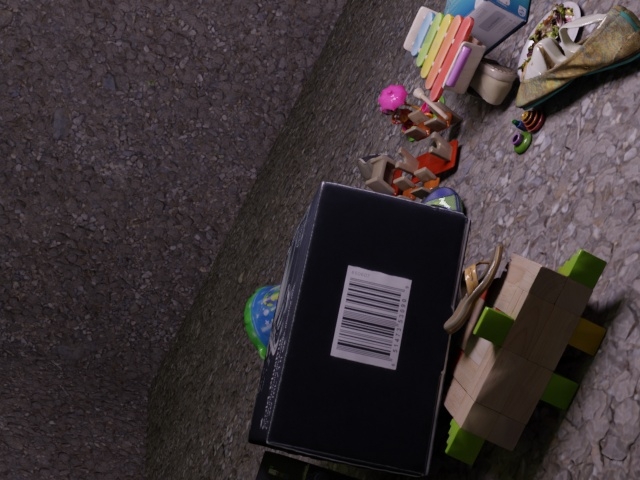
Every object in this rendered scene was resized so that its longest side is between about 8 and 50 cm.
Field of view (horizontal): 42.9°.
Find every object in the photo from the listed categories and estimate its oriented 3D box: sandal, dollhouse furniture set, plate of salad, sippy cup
[{"bbox_3d":[0.257,0.078,1.396,0.180,0.049,0.072,-54,-5,-7],"label":"sandal"},{"bbox_3d":[0.250,-0.182,2.072,0.259,0.135,0.262,-20,48,50],"label":"dollhouse furniture set"},{"bbox_3d":[0.489,-0.434,1.779,0.200,0.048,0.200,-54,22,34],"label":"plate of salad"},{"bbox_3d":[-0.058,0.200,2.286,0.224,0.240,0.306,-34,60,40],"label":"sippy cup"}]

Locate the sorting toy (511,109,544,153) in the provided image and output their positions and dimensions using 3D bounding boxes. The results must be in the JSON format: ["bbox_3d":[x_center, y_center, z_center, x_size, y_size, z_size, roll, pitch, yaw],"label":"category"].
[{"bbox_3d":[0.427,-0.237,1.723,0.102,0.042,0.061,-60,20,21],"label":"sorting toy"}]

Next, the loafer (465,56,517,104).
[{"bbox_3d":[0.379,-0.387,1.936,0.268,0.101,0.092,-106,31,-69],"label":"loafer"}]

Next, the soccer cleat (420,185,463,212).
[{"bbox_3d":[0.232,0.004,1.899,0.289,0.093,0.121,-57,27,28],"label":"soccer cleat"}]

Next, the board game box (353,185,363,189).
[{"bbox_3d":[0.111,-0.087,2.134,0.060,0.194,0.194,-59,28,19],"label":"board game box"}]

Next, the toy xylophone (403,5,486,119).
[{"bbox_3d":[0.286,-0.427,1.946,0.323,0.081,0.236,-124,51,-62],"label":"toy xylophone"}]

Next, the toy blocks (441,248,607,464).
[{"bbox_3d":[0.313,0.171,1.401,0.381,0.190,0.261,-65,7,4],"label":"toy blocks"}]

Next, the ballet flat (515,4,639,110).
[{"bbox_3d":[0.483,-0.360,1.588,0.348,0.123,0.123,-20,49,64],"label":"ballet flat"}]

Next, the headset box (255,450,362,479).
[{"bbox_3d":[0.017,0.514,1.580,0.246,0.283,0.131,-18,51,65],"label":"headset box"}]

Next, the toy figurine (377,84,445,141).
[{"bbox_3d":[0.227,-0.360,2.233,0.173,0.159,0.130,-39,33,55],"label":"toy figurine"}]

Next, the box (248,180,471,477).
[{"bbox_3d":[0.056,0.196,1.621,0.472,0.297,0.480,119,164,-74],"label":"box"}]

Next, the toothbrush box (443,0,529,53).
[{"bbox_3d":[0.428,-0.642,2.068,0.216,0.126,0.296,-34,37,59],"label":"toothbrush box"}]

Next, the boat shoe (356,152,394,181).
[{"bbox_3d":[0.164,-0.223,2.431,0.065,0.075,0.206,-25,7,-12],"label":"boat shoe"}]
